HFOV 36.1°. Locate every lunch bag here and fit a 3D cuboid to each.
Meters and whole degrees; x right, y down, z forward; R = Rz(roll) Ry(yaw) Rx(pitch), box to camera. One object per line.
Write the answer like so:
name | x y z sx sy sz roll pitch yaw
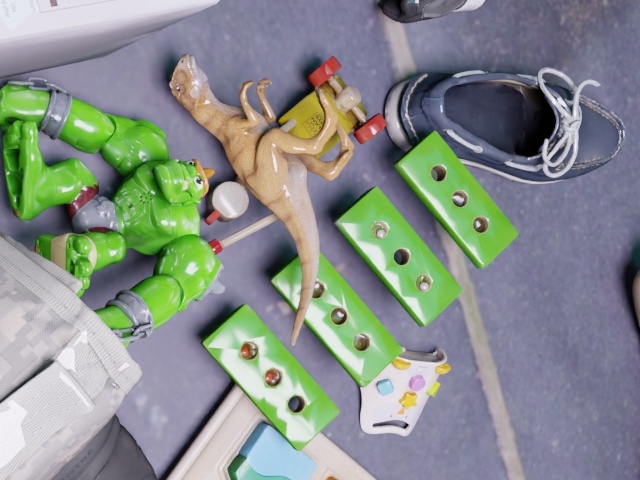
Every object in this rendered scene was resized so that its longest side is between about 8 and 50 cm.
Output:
lunch bag | -0.234 0.100 0.488 0.235 0.287 0.169 -45 112 -21

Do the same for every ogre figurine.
ogre figurine | -0.136 -0.021 0.650 0.118 0.197 0.096 -8 136 -42

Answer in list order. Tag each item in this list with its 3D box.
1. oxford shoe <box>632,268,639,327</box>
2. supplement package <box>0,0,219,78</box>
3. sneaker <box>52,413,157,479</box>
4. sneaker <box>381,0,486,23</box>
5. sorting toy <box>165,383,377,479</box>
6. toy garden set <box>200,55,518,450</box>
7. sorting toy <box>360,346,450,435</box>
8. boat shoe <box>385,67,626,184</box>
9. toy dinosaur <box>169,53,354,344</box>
oxford shoe | 0.380 0.193 0.943 0.147 0.140 0.396 -33 105 -19
supplement package | -0.232 -0.185 0.533 0.263 0.199 0.197 -19 100 -29
sneaker | -0.214 0.224 0.613 0.286 0.109 0.130 -41 120 -19
sneaker | 0.054 -0.276 0.771 0.106 0.078 0.234 -33 109 -28
sorting toy | -0.040 0.236 0.749 0.208 0.038 0.193 45 70 -24
toy garden set | 0.000 0.000 0.755 0.244 0.049 0.203 -42 97 -15
sorting toy | 0.066 0.127 0.814 0.083 0.045 0.075 9 106 -30
boat shoe | 0.178 -0.102 0.847 0.255 0.079 0.095 9 86 -31
toy dinosaur | -0.027 -0.046 0.702 0.112 0.064 0.211 -33 85 2
